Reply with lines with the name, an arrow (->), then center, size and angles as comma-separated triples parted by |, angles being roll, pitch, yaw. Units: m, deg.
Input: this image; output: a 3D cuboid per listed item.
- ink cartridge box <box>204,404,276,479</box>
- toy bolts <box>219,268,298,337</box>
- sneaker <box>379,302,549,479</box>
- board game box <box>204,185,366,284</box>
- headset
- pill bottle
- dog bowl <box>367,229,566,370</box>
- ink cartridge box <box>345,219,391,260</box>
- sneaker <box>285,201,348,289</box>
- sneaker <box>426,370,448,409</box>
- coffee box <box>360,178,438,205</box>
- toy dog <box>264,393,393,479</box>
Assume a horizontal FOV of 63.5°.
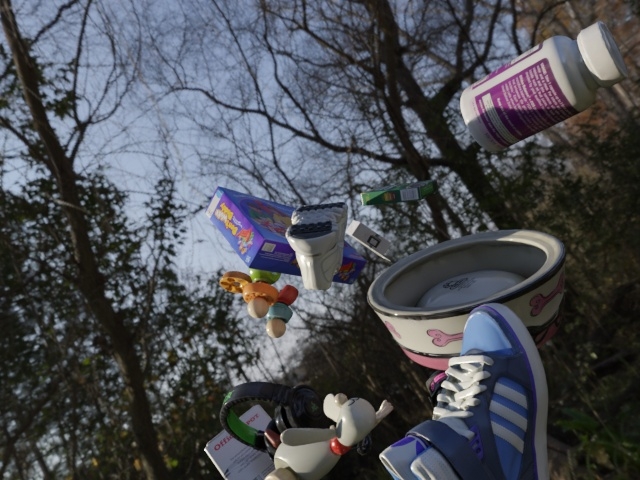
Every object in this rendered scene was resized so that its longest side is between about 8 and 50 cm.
ink cartridge box -> -0.166, 0.635, 1.455 | 0.197, 0.273, 0.114 | -35, -39, -22
toy bolts -> -0.183, 0.190, 1.527 | 0.218, 0.158, 0.228 | -15, -39, 29
sneaker -> 0.192, 0.249, 0.728 | 0.236, 0.322, 0.130 | 3, -15, -25
board game box -> -0.079, -0.007, 1.269 | 0.347, 0.233, 0.078 | 14, -66, -45
headset -> -0.055, 0.457, 1.329 | 0.185, 0.394, 0.243 | -73, 3, -51
pill bottle -> 0.469, -0.323, 1.101 | 0.302, 0.169, 0.169 | -25, -4, 42
dog bowl -> 0.315, 0.121, 1.094 | 0.408, 0.150, 0.408 | -19, 13, 5
ink cartridge box -> 0.189, 0.000, 1.906 | 0.060, 0.180, 0.104 | -57, 13, -1
sneaker -> 0.000, 0.000, 0.984 | 0.110, 0.118, 0.292 | -6, 18, 11
sneaker -> 0.375, 0.472, 1.451 | 0.185, 0.202, 0.483 | -43, -10, 6
coffee box -> 0.216, -0.131, 1.424 | 0.184, 0.040, 0.113 | -4, 13, 38
toy dog -> -0.019, 0.415, 1.108 | 0.333, 0.161, 0.220 | -48, -18, 13
